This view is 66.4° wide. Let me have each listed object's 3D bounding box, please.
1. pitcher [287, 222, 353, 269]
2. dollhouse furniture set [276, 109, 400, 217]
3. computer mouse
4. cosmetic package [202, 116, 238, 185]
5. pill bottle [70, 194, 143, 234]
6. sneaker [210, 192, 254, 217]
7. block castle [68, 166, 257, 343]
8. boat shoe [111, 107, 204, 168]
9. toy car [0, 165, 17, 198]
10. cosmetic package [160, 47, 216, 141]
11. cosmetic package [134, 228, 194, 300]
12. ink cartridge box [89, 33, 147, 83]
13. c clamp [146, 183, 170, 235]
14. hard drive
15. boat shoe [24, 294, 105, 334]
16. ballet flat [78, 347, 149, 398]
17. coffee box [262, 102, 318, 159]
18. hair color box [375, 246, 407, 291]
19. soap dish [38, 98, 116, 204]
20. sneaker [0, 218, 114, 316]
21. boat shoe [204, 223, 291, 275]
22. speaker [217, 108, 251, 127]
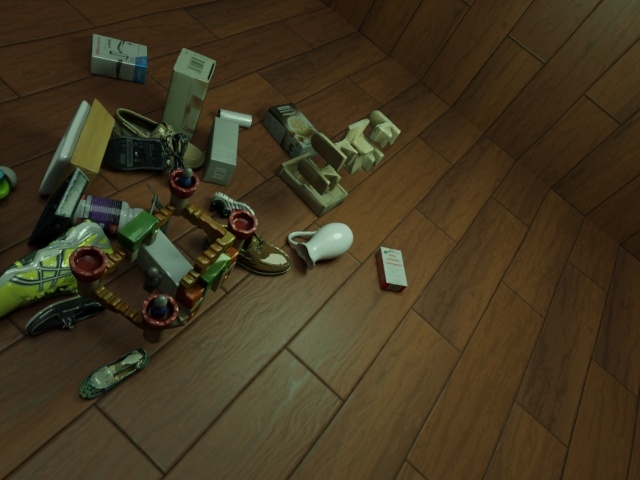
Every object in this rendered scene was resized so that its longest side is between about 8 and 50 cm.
[{"bbox_3d":[0.000,0.000,1.800,0.207,0.125,0.178,-27,55,-29],"label":"pitcher"},{"bbox_3d":[0.035,-0.324,1.873,0.256,0.394,0.362,47,47,11],"label":"dollhouse furniture set"},{"bbox_3d":[-0.606,-0.290,1.695,0.272,0.072,0.188,4,94,-18],"label":"computer mouse"},{"bbox_3d":[-0.375,-0.337,1.844,0.107,0.127,0.237,11,49,-23],"label":"cosmetic package"},{"bbox_3d":[-0.649,-0.074,1.495,0.194,0.108,0.108,9,51,-22],"label":"pill bottle"},{"bbox_3d":[-0.318,-0.105,1.736,0.171,0.063,0.074,28,46,0],"label":"sneaker"},{"bbox_3d":[-0.402,0.023,1.325,0.303,0.213,0.453,35,48,1],"label":"block castle"},{"bbox_3d":[-0.580,-0.363,1.761,0.341,0.110,0.121,21,48,-13],"label":"boat shoe"},{"bbox_3d":[-0.976,-0.193,1.389,0.182,0.136,0.159,34,46,-1],"label":"toy car"},{"bbox_3d":[-0.496,-0.532,1.814,0.129,0.296,0.153,18,50,-17],"label":"cosmetic package"},{"bbox_3d":[-0.479,0.068,1.473,0.231,0.117,0.085,46,48,13],"label":"cosmetic package"},{"bbox_3d":[-0.800,-0.720,1.939,0.203,0.086,0.148,4,54,-27],"label":"ink cartridge box"},{"bbox_3d":[-0.535,-0.081,1.574,0.022,0.137,0.160,-14,53,16],"label":"c clamp"},{"bbox_3d":[-0.728,-0.085,1.359,0.054,0.255,0.171,30,53,-33],"label":"hard drive"},{"bbox_3d":[-0.667,0.198,1.294,0.065,0.075,0.206,45,42,14],"label":"boat shoe"},{"bbox_3d":[-0.532,0.336,1.266,0.070,0.070,0.188,47,47,12],"label":"ballet flat"},{"bbox_3d":[-0.116,-0.468,2.108,0.141,0.098,0.246,-26,70,-41],"label":"coffee box"},{"bbox_3d":[0.273,0.112,1.896,0.093,0.053,0.167,12,52,-19],"label":"hair color box"},{"bbox_3d":[-0.752,-0.268,1.524,0.118,0.229,0.290,25,45,-32],"label":"soap dish"},{"bbox_3d":[-0.720,0.096,1.304,0.147,0.145,0.384,51,54,-10],"label":"sneaker"},{"bbox_3d":[-0.234,0.032,1.643,0.308,0.104,0.110,17,49,-17],"label":"boat shoe"},{"bbox_3d":[-0.357,-0.508,2.037,0.136,0.055,0.055,5,53,-25],"label":"speaker"}]
